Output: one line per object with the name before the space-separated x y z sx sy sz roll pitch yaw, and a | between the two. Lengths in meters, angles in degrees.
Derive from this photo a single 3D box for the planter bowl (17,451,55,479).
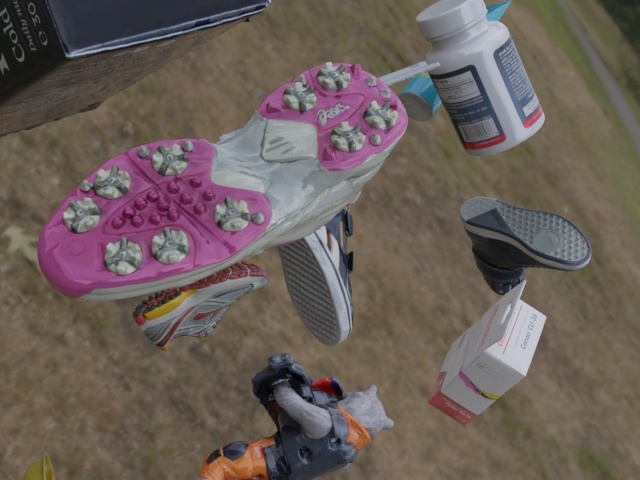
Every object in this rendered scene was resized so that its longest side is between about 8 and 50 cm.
planter bowl | -0.464 0.453 1.726 0.217 0.090 0.217 171 -90 -79

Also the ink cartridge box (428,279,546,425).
ink cartridge box | 0.233 0.152 1.455 0.067 0.198 0.115 33 49 -3

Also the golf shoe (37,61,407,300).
golf shoe | -0.067 -0.021 0.827 0.115 0.306 0.140 53 -26 22

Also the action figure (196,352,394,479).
action figure | -0.034 0.335 1.589 0.178 0.330 0.341 56 2 41

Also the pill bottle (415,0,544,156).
pill bottle | 0.188 -0.202 1.300 0.180 0.107 0.108 62 15 -20

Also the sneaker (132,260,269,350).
sneaker | -0.187 0.104 1.763 0.088 0.225 0.093 -109 174 -72

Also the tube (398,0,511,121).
tube | 0.175 -0.244 1.431 0.207 0.080 0.052 -54 126 -27

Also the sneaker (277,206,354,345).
sneaker | 0.000 0.000 1.717 0.127 0.126 0.321 -24 94 -36

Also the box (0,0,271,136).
box | -0.371 -0.413 1.343 0.297 0.471 0.480 -24 95 -36

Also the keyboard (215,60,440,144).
keyboard | 0.005 -0.145 1.171 0.072 0.256 0.014 -105 174 -77

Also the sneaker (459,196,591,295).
sneaker | 0.331 0.029 1.703 0.226 0.086 0.163 25 -30 38
